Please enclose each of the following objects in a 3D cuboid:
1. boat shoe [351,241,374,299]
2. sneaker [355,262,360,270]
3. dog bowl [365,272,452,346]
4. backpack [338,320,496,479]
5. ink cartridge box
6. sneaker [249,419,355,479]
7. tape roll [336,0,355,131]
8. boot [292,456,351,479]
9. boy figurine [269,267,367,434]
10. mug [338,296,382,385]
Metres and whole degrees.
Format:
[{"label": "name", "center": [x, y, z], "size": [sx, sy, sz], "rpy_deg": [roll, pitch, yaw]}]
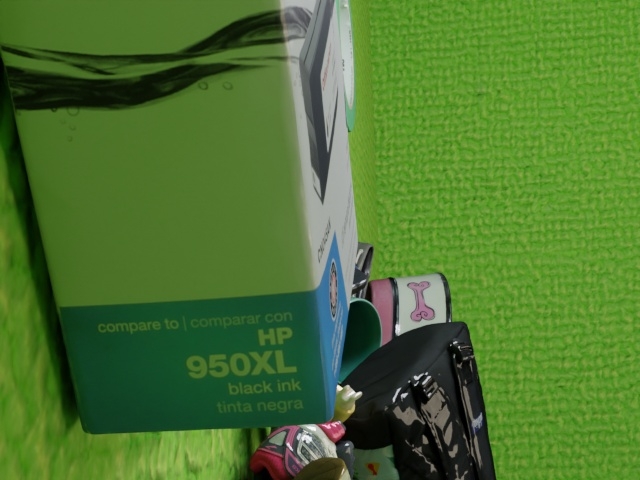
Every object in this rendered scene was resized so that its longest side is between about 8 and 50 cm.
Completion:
[{"label": "boat shoe", "center": [0.053, 0.140, 1.813], "size": [0.112, 0.095, 0.335], "rpy_deg": [76, 13, -57]}, {"label": "sneaker", "center": [0.000, 0.000, 1.584], "size": [0.090, 0.081, 0.232], "rpy_deg": [51, -9, 43]}, {"label": "dog bowl", "center": [0.142, 0.255, 1.934], "size": [0.408, 0.150, 0.408], "rpy_deg": [-172, -90, -86]}, {"label": "backpack", "center": [0.130, 0.337, 1.353], "size": [0.290, 0.273, 0.356], "rpy_deg": [-37, 105, -53]}, {"label": "ink cartridge box", "center": [-0.076, -0.117, 0.637], "size": [0.285, 0.166, 0.395], "rpy_deg": [-77, 162, -66]}, {"label": "sneaker", "center": [-0.034, 0.342, 1.093], "size": [0.112, 0.120, 0.299], "rpy_deg": [-24, 115, -51]}, {"label": "tape roll", "center": [0.012, -0.357, 1.772], "size": [0.321, 0.077, 0.321], "rpy_deg": [-4, 90, -83]}, {"label": "boot", "center": [-0.008, 0.348, 0.967], "size": [0.213, 0.077, 0.165], "rpy_deg": [-49, 123, -40]}, {"label": "boy figurine", "center": [-0.010, 0.160, 1.152], "size": [0.177, 0.092, 0.285], "rpy_deg": [34, -52, 46]}, {"label": "mug", "center": [0.013, 0.130, 1.414], "size": [0.129, 0.097, 0.158], "rpy_deg": [-18, 109, -47]}]
